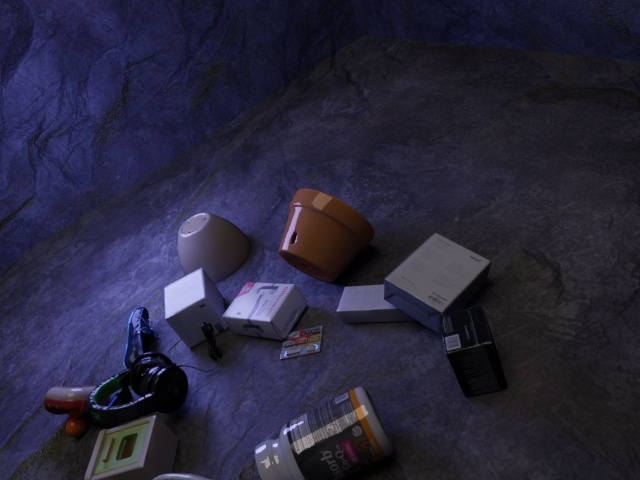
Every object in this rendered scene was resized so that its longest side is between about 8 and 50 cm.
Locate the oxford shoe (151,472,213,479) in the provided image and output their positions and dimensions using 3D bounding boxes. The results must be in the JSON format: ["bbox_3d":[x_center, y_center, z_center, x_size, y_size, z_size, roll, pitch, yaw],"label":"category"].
[{"bbox_3d":[-0.167,0.587,1.106,0.449,0.130,0.169,4,80,19],"label":"oxford shoe"}]

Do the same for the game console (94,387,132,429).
[{"bbox_3d":[-0.645,0.508,1.655,0.071,0.107,0.122,18,49,11],"label":"game console"}]

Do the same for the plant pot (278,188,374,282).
[{"bbox_3d":[0.000,0.000,1.718,0.290,0.291,0.204,14,69,45],"label":"plant pot"}]

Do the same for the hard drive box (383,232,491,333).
[{"bbox_3d":[0.309,0.106,1.426,0.181,0.089,0.232,32,55,32],"label":"hard drive box"}]

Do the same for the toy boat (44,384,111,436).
[{"bbox_3d":[-0.755,0.526,1.661,0.231,0.151,0.151,-12,75,42],"label":"toy boat"}]

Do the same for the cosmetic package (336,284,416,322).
[{"bbox_3d":[0.173,0.178,1.525,0.239,0.060,0.099,-6,41,28],"label":"cosmetic package"}]

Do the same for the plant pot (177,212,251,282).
[{"bbox_3d":[-0.435,0.005,2.064,0.284,0.191,0.284,-19,34,13],"label":"plant pot"}]

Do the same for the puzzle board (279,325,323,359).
[{"bbox_3d":[-0.056,0.297,1.573,0.128,0.011,0.096,-16,35,18],"label":"puzzle board"}]

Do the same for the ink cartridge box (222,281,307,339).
[{"bbox_3d":[-0.174,0.217,1.683,0.217,0.092,0.159,0,43,37],"label":"ink cartridge box"}]

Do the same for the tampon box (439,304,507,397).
[{"bbox_3d":[0.345,0.251,1.218,0.101,0.161,0.120,-17,34,16],"label":"tampon box"}]

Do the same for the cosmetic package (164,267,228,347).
[{"bbox_3d":[-0.416,0.223,1.796,0.151,0.151,0.184,-28,33,1],"label":"cosmetic package"}]

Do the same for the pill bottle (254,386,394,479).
[{"bbox_3d":[0.008,0.453,1.188,0.278,0.162,0.162,-28,34,1],"label":"pill bottle"}]

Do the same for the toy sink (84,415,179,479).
[{"bbox_3d":[-0.516,0.580,1.410,0.234,0.131,0.153,-20,34,13],"label":"toy sink"}]

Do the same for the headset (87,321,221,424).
[{"bbox_3d":[-0.477,0.384,1.569,0.394,0.185,0.243,-19,17,-30],"label":"headset"}]

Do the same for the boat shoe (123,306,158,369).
[{"bbox_3d":[-0.601,0.340,1.839,0.089,0.109,0.258,-15,52,6],"label":"boat shoe"}]
